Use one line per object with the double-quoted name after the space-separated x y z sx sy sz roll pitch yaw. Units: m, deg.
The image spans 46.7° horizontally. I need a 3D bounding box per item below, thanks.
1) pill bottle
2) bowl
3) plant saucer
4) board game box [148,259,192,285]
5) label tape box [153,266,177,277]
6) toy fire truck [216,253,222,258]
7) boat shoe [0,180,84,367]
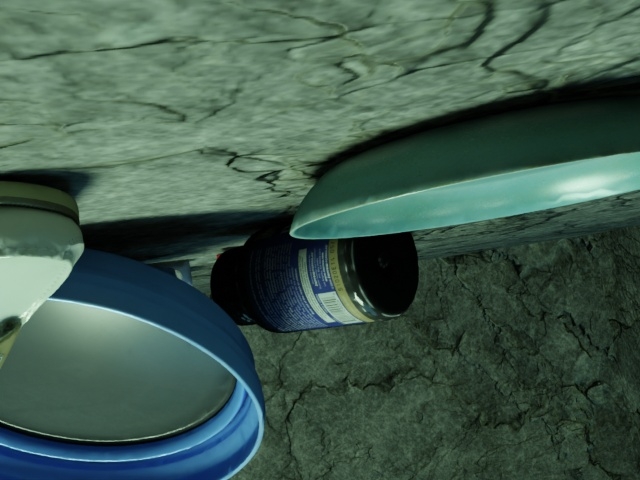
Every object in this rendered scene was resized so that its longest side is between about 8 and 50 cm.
-0.014 0.037 0.808 0.219 0.122 0.123 -12 175 39 "pill bottle"
-0.250 0.152 0.749 0.391 0.077 0.391 0 136 0 "bowl"
0.132 -0.048 0.540 0.318 0.043 0.317 -9 176 -1 "plant saucer"
-0.337 0.072 1.122 0.243 0.042 0.165 -7 175 -30 "board game box"
-0.378 0.144 0.955 0.348 0.115 0.249 -28 164 25 "label tape box"
-0.093 0.030 1.039 0.135 0.047 0.192 -8 175 7 "toy fire truck"
-0.245 0.058 0.481 0.113 0.103 0.302 10 152 -43 "boat shoe"
